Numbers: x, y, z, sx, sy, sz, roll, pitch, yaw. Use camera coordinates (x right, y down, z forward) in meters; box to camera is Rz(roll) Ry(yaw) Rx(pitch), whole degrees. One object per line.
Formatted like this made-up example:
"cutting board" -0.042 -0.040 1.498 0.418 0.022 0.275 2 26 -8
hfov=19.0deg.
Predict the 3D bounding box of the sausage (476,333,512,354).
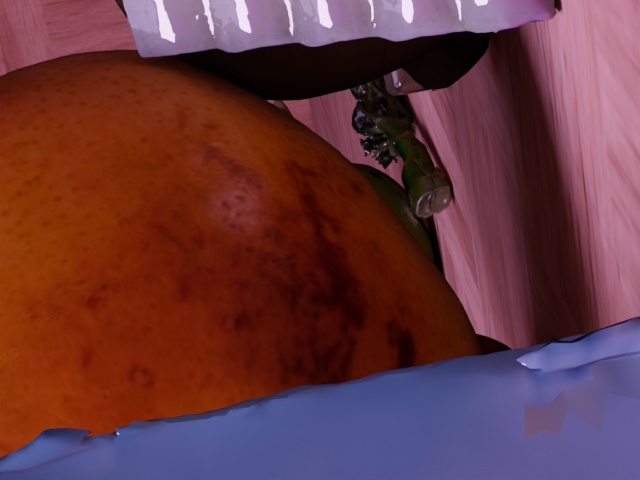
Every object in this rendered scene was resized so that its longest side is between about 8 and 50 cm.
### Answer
"sausage" 0.074 0.116 0.873 0.089 0.089 0.179 82 171 -61

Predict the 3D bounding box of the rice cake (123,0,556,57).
"rice cake" -0.016 -0.166 0.676 0.037 0.189 0.198 -40 -54 -59

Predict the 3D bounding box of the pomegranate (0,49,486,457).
"pomegranate" -0.081 0.075 0.784 0.319 0.319 0.319 169 90 -88

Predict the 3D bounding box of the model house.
"model house" 0.037 0.172 0.499 0.303 0.215 0.237 71 -174 -74

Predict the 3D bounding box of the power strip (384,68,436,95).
"power strip" 0.043 -0.143 1.070 0.056 0.032 0.123 -150 49 -86

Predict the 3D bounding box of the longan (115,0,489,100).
"longan" -0.004 -0.131 0.814 0.204 0.159 0.185 37 175 -31

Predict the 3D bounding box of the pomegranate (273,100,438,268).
"pomegranate" 0.000 0.000 1.342 0.205 0.159 0.159 62 -175 -22

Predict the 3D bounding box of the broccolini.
"broccolini" 0.045 -0.062 1.269 0.071 0.057 0.254 35 -165 -14
